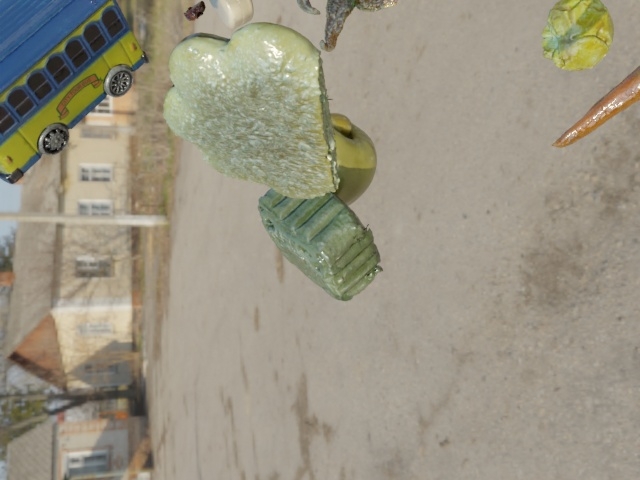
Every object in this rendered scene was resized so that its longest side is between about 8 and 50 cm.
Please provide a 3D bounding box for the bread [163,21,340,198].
[{"bbox_3d":[-0.082,-0.134,0.791,0.286,0.208,0.056,72,-151,-58],"label":"bread"}]

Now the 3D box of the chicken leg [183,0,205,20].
[{"bbox_3d":[-0.192,-0.354,1.070,0.021,0.036,0.083,51,-172,-24],"label":"chicken leg"}]

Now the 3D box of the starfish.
[{"bbox_3d":[0.047,-0.376,1.053,0.053,0.150,0.209,61,-132,-71],"label":"starfish"}]

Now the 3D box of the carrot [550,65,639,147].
[{"bbox_3d":[0.565,-0.254,1.400,0.224,0.057,0.057,-41,43,27],"label":"carrot"}]

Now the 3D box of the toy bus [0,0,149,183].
[{"bbox_3d":[-0.407,-0.241,0.991,0.138,0.287,0.175,34,162,23],"label":"toy bus"}]

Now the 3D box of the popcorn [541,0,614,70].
[{"bbox_3d":[0.770,-0.618,2.070,0.184,0.205,0.220,-149,57,-75],"label":"popcorn"}]

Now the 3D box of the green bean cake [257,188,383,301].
[{"bbox_3d":[0.000,0.000,1.303,0.223,0.125,0.227,36,165,29],"label":"green bean cake"}]

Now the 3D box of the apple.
[{"bbox_3d":[0.023,-0.159,1.410,0.200,0.200,0.199,180,90,-73],"label":"apple"}]

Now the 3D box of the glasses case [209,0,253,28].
[{"bbox_3d":[-0.176,-0.438,1.122,0.196,0.050,0.083,58,167,-3],"label":"glasses case"}]
